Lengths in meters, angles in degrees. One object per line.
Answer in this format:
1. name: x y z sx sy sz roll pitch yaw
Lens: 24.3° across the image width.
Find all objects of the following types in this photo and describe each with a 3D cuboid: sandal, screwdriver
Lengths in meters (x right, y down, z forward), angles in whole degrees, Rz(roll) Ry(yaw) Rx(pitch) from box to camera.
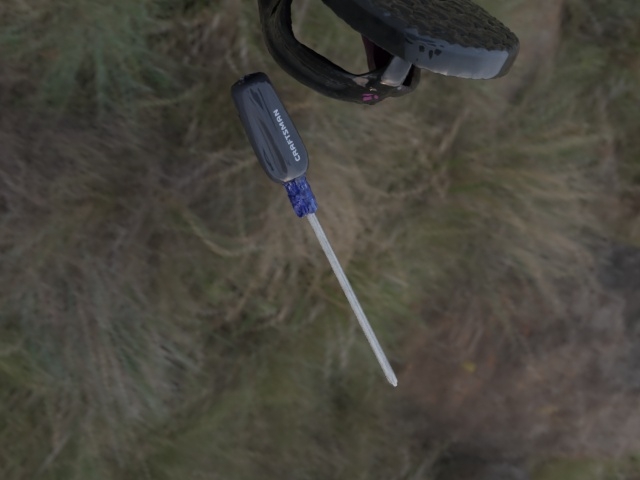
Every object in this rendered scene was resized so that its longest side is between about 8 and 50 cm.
1. sandal: 0.014 -0.184 1.188 0.167 0.446 0.107 10 109 -29
2. screwdriver: 0.000 0.000 0.689 0.170 0.024 0.025 66 25 -15
